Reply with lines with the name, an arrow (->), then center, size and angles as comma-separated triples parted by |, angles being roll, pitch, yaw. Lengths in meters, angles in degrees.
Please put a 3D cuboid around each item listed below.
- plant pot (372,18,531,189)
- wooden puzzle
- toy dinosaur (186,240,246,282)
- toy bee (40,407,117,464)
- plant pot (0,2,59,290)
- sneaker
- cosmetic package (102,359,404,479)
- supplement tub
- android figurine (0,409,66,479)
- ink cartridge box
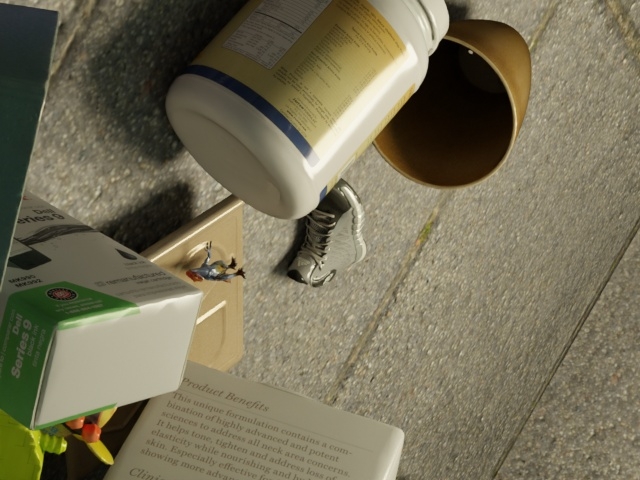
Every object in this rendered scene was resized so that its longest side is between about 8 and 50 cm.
plant pot -> 0.220, -0.233, 2.032 | 0.254, 0.237, 0.237 | -43, 149, -52
wooden puzzle -> -0.230, 0.118, 1.782 | 0.322, 0.080, 0.348 | -35, 147, -36
toy dinosaur -> -0.136, 0.045, 1.726 | 0.082, 0.047, 0.090 | -14, 145, -30
toy bee -> -0.291, 0.171, 1.535 | 0.298, 0.195, 0.162 | -53, -161, 30
plant pot -> -0.377, -0.084, 1.166 | 0.252, 0.248, 0.247 | 13, 111, -14
sneaker -> 0.000, 0.000, 2.017 | 0.132, 0.086, 0.229 | -46, 149, -19
cosmetic package -> -0.116, 0.427, 1.734 | 0.394, 0.329, 0.327 | -62, 165, -45
supplement tub -> -0.011, -0.207, 1.665 | 0.316, 0.228, 0.228 | -50, 149, -18
android figurine -> -0.411, 0.223, 1.447 | 0.273, 0.056, 0.248 | 10, 113, -13
ink cartridge box -> -0.302, 0.059, 1.397 | 0.211, 0.289, 0.121 | -12, 123, -53
